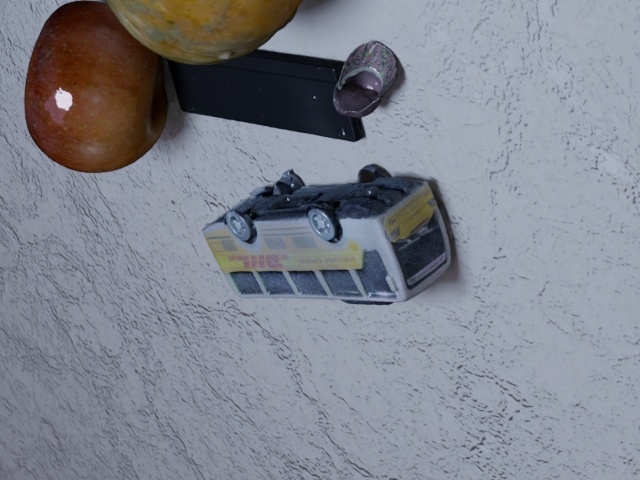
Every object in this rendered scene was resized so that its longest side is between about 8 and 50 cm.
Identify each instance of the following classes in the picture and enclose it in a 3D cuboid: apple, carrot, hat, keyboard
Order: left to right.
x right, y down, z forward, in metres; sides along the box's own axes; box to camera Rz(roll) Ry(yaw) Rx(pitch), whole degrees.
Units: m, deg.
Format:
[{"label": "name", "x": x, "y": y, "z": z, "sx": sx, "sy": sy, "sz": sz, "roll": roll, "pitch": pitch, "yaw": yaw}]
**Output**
[{"label": "apple", "x": -0.260, "y": -0.178, "z": 2.184, "sx": 0.162, "sy": 0.201, "sz": 0.201, "roll": 12, "pitch": 137, "yaw": 0}, {"label": "carrot", "x": -0.094, "y": -0.318, "z": 1.806, "sx": 0.224, "sy": 0.224, "sz": 0.341, "roll": 51, "pitch": 152, "yaw": 10}, {"label": "keyboard", "x": -0.072, "y": -0.174, "z": 2.088, "sx": 0.309, "sy": 0.018, "sz": 0.101, "roll": 13, "pitch": 128, "yaw": 46}, {"label": "hat", "x": 0.052, "y": -0.164, "z": 1.929, "sx": 0.058, "sy": 0.042, "sz": 0.087, "roll": 41, "pitch": 109, "yaw": 18}]

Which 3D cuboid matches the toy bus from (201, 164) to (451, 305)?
[{"label": "toy bus", "x": 0.000, "y": 0.000, "z": 2.067, "sx": 0.342, "sy": 0.097, "sz": 0.138, "roll": 0, "pitch": 119, "yaw": 52}]
